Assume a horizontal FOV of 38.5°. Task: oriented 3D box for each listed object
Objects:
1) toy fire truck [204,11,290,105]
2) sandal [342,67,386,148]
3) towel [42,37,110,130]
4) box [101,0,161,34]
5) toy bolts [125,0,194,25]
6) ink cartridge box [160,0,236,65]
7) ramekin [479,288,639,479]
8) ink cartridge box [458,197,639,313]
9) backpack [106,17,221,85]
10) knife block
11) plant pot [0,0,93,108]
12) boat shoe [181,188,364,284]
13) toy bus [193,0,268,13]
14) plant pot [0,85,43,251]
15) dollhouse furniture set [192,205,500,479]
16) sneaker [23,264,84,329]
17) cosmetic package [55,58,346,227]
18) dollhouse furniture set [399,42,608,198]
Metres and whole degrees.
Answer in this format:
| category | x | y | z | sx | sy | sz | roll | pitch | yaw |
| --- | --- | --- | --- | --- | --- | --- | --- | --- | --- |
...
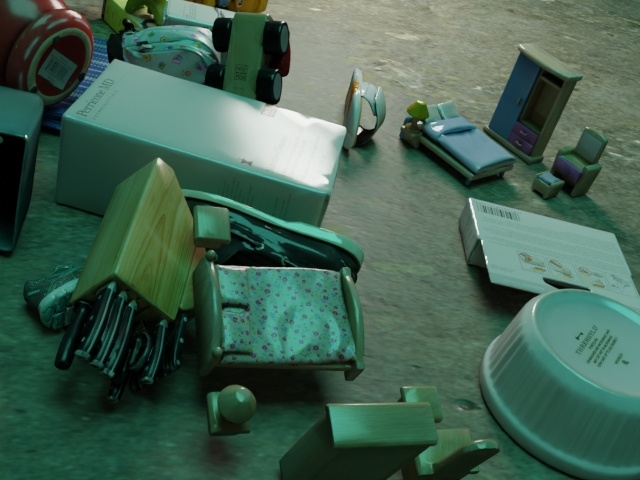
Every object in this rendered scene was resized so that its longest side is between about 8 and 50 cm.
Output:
| category | x | y | z | sx | sy | sz | roll | pitch | yaw |
| --- | --- | --- | --- | --- | --- | --- | --- | --- | --- |
| toy fire truck | -0.083 | -0.249 | 1.567 | 0.158 | 0.217 | 0.246 | 6 | -5 | 12 |
| sandal | 0.089 | -0.258 | 1.744 | 0.076 | 0.102 | 0.265 | 13 | 32 | -3 |
| towel | -0.462 | -0.283 | 1.586 | 0.243 | 0.040 | 0.336 | 13 | 33 | -4 |
| box | -0.338 | -0.412 | 1.797 | 0.087 | 0.058 | 0.232 | -14 | 45 | -39 |
| toy bolts | -0.347 | -0.554 | 1.799 | 0.228 | 0.159 | 0.218 | 24 | 33 | 9 |
| ink cartridge box | -0.188 | -0.332 | 1.665 | 0.217 | 0.159 | 0.092 | 9 | 36 | -14 |
| ramekin | 0.361 | 0.180 | 1.230 | 0.272 | 0.127 | 0.273 | 13 | 35 | -9 |
| ink cartridge box | 0.374 | 0.044 | 1.490 | 0.275 | 0.060 | 0.239 | 13 | 35 | -9 |
| backpack | -0.257 | -0.294 | 1.553 | 0.181 | 0.152 | 0.115 | -6 | 44 | 7 |
| knife block | -0.236 | 0.043 | 1.079 | 0.242 | 0.088 | 0.276 | -7 | 71 | -58 |
| plant pot | -0.461 | -0.313 | 1.421 | 0.174 | 0.191 | 0.191 | 31 | 36 | 17 |
| boat shoe | -0.117 | 0.026 | 1.236 | 0.340 | 0.127 | 0.113 | 17 | 59 | -4 |
| toy bus | -0.246 | -0.562 | 1.994 | 0.220 | 0.149 | 0.211 | 33 | 49 | 16 |
| plant pot | -0.462 | -0.126 | 1.249 | 0.165 | 0.166 | 0.234 | 13 | 26 | -9 |
| dollhouse furniture set | 0.026 | 0.092 | 1.051 | 0.303 | 0.174 | 0.356 | 4 | 58 | -22 |
| sneaker | -0.303 | 0.050 | 1.161 | 0.076 | 0.065 | 0.166 | 28 | 29 | 28 |
| cosmetic package | -0.172 | -0.115 | 1.365 | 0.384 | 0.156 | 0.217 | 17 | 35 | -2 |
| dollhouse furniture set | 0.354 | -0.221 | 1.732 | 0.303 | 0.198 | 0.286 | -15 | 46 | -39 |
